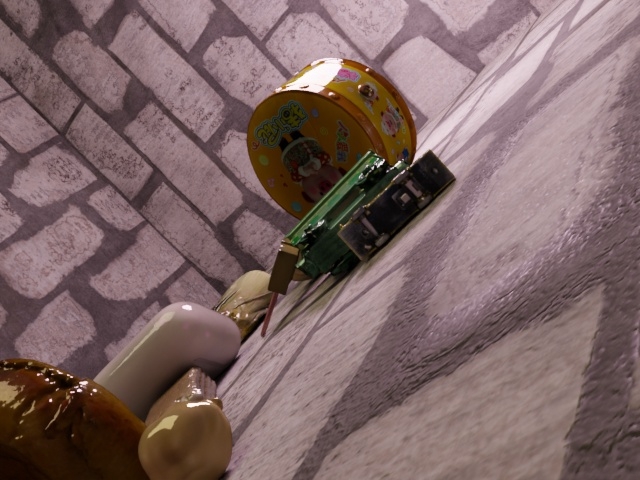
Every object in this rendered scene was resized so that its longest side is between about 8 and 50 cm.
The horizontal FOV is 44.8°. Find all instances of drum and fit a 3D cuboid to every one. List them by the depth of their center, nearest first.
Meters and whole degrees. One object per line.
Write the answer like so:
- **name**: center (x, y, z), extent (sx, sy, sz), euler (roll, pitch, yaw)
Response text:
- **drum**: center (0.029, -0.254, 2.049), extent (0.431, 0.431, 0.214), euler (-41, 5, 47)

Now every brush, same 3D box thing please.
- **brush**: center (-0.096, 0.114, 1.749), extent (0.103, 0.047, 0.234), euler (-69, -4, -71)

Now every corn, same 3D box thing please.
- **corn**: center (-0.209, 0.178, 2.133), extent (0.122, 0.123, 0.305), euler (-39, 8, 24)

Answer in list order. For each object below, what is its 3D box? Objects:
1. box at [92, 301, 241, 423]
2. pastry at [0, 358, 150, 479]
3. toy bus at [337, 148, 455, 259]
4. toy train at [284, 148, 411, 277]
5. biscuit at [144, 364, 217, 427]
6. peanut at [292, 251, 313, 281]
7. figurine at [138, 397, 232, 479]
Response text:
- **box**: center (-0.354, 0.295, 1.779), extent (0.349, 0.141, 0.288), euler (-45, -26, 3)
- **pastry**: center (-0.399, 0.322, 1.181), extent (0.356, 0.356, 0.164), euler (-41, 15, 49)
- **toy bus**: center (0.133, -0.067, 1.395), extent (0.226, 0.081, 0.074), euler (-44, 2, 14)
- **toy train**: center (0.063, -0.049, 1.555), extent (0.301, 0.120, 0.202), euler (-46, 11, 1)
- **biscuit**: center (-0.264, 0.323, 1.489), extent (0.144, 0.078, 0.426), euler (-44, 4, -7)
- **peanut**: center (0.000, 0.000, 1.841), extent (0.274, 0.111, 0.125), euler (-45, -12, 25)
- **figurine**: center (-0.163, 0.256, 0.984), extent (0.114, 0.108, 0.196), euler (-25, -5, -7)
